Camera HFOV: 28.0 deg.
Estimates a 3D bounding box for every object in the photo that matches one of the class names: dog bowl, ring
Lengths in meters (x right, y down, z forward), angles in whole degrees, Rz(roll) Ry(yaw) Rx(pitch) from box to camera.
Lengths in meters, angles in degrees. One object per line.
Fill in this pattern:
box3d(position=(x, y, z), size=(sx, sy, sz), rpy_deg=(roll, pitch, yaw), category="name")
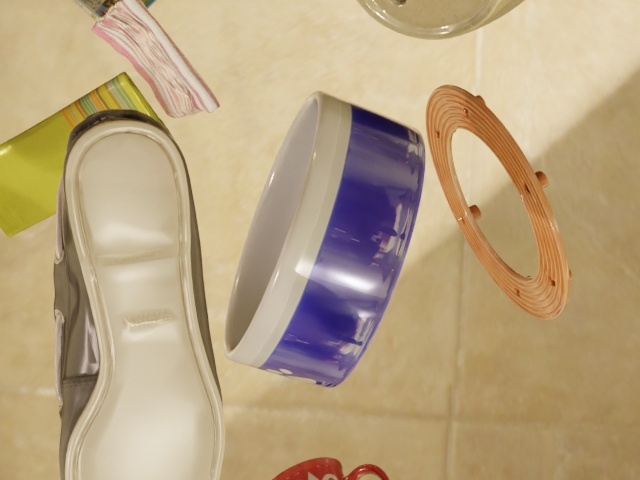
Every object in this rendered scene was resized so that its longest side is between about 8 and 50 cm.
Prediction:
box3d(position=(0.000, 0.000, 1.204), size=(0.104, 0.265, 0.264), rpy_deg=(19, 105, -10), category="dog bowl")
box3d(position=(0.234, -0.052, 1.677), size=(0.032, 0.336, 0.336), rpy_deg=(-27, 98, -11), category="ring")

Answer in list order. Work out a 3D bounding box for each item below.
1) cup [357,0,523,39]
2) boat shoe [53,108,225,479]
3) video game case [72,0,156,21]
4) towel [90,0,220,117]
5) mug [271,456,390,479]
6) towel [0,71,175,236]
box3d(position=(0.134, -0.361, 1.424), size=(0.331, 0.237, 0.331), rpy_deg=(11, 139, 9), category="cup")
box3d(position=(-0.129, 0.074, 0.892), size=(0.112, 0.095, 0.335), rpy_deg=(-3, 102, -13), category="boat shoe")
box3d(position=(-0.321, -0.373, 1.823), size=(0.166, 0.119, 0.015), rpy_deg=(41, 136, -6), category="video game case")
box3d(position=(-0.176, -0.187, 1.354), size=(0.029, 0.197, 0.144), rpy_deg=(-42, 104, -11), category="towel")
box3d(position=(0.020, 0.356, 1.567), size=(0.150, 0.113, 0.169), rpy_deg=(-44, 53, 24), category="mug")
box3d(position=(-0.288, -0.095, 1.456), size=(0.237, 0.021, 0.102), rpy_deg=(-27, 109, 16), category="towel")
